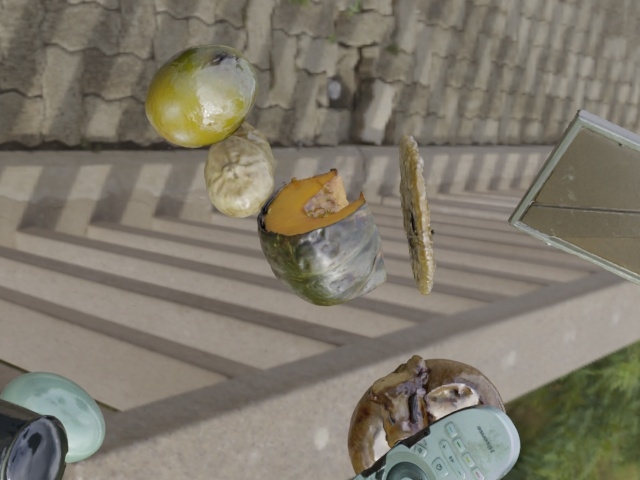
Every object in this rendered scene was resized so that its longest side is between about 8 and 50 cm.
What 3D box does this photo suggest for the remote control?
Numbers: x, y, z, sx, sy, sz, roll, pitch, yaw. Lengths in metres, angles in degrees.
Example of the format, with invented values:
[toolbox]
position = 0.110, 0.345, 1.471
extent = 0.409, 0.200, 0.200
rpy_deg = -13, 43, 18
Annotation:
[remote control]
position = 0.118, 0.269, 0.994
extent = 0.045, 0.256, 0.097
rpy_deg = 7, 51, -59

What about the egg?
[egg]
position = -0.556, 0.368, 1.817
extent = 0.230, 0.168, 0.168
rpy_deg = 35, 68, -12

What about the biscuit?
[biscuit]
position = 0.128, -0.035, 1.180
extent = 0.220, 0.033, 0.220
rpy_deg = -6, 90, -89

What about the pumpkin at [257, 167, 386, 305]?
[pumpkin]
position = 0.000, 0.000, 1.947
extent = 0.256, 0.303, 0.226
rpy_deg = -28, 115, -2

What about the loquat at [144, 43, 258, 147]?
[loquat]
position = -0.178, -0.208, 1.278
extent = 0.152, 0.195, 0.152
rpy_deg = 22, 53, -34

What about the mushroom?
[mushroom]
position = 0.169, 0.300, 1.420
extent = 0.283, 0.263, 0.195
rpy_deg = 67, 18, -44

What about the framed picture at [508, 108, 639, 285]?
[framed picture]
position = 0.433, -0.026, 1.158
extent = 0.232, 0.314, 0.024
rpy_deg = 112, 4, -52

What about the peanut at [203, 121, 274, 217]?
[peanut]
position = -0.142, -0.134, 1.569
extent = 0.253, 0.122, 0.137
rpy_deg = -89, 160, -65

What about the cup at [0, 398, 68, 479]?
[cup]
position = -0.485, 0.340, 1.365
extent = 0.223, 0.176, 0.169
rpy_deg = 60, 38, -57
